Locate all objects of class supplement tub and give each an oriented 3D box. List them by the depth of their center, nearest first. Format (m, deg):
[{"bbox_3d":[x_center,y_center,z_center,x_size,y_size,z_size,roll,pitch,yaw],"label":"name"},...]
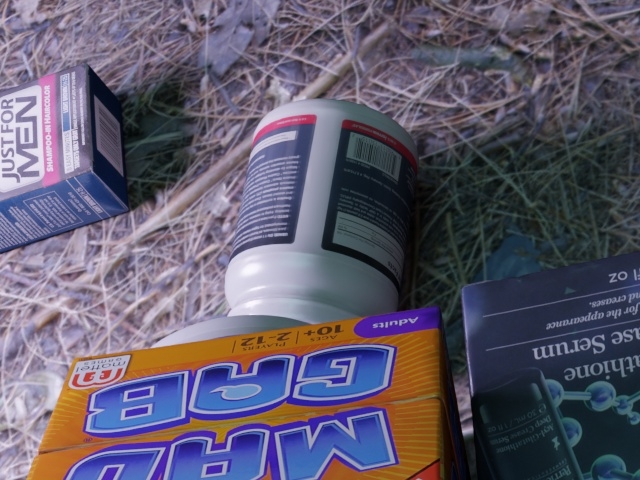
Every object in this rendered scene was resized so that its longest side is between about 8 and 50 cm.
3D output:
[{"bbox_3d":[0.000,0.000,1.975,0.191,0.191,0.272,-2,61,23],"label":"supplement tub"}]

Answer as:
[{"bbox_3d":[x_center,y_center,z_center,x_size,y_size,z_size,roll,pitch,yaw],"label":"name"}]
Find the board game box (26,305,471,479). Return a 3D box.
[{"bbox_3d":[-0.038,0.313,1.584,0.356,0.357,0.356,-9,23,7],"label":"board game box"}]

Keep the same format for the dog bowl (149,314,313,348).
[{"bbox_3d":[-0.074,0.201,1.836,0.265,0.265,0.104,-20,43,12],"label":"dog bowl"}]

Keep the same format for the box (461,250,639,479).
[{"bbox_3d":[0.311,0.226,1.693,0.293,0.212,0.395,-13,58,16],"label":"box"}]

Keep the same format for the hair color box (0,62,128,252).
[{"bbox_3d":[-0.421,-0.080,2.263,0.347,0.105,0.174,-18,56,14],"label":"hair color box"}]
